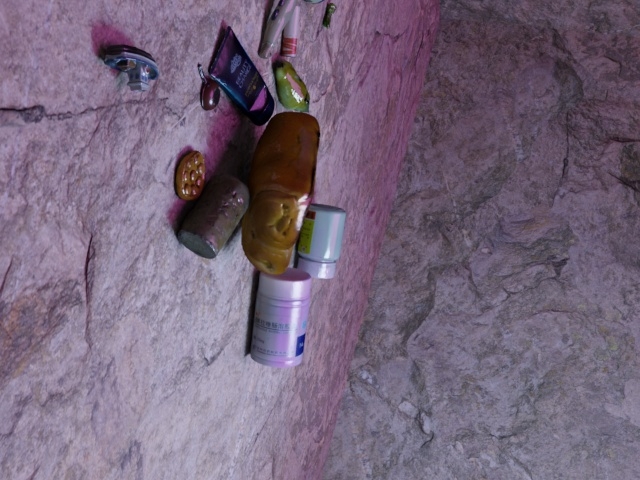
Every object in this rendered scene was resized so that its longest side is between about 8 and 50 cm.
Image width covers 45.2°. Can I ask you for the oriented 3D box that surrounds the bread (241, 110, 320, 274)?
[{"bbox_3d":[-0.111,-0.110,1.854,0.328,0.148,0.336,113,-12,-48],"label":"bread"}]

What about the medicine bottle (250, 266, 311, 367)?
[{"bbox_3d":[-0.111,0.212,2.161,0.152,0.152,0.253,-34,132,-70],"label":"medicine bottle"}]

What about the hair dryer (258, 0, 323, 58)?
[{"bbox_3d":[-0.091,-0.630,1.822,0.298,0.119,0.295,-57,150,-27],"label":"hair dryer"}]

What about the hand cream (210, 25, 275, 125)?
[{"bbox_3d":[-0.177,-0.359,1.742,0.120,0.061,0.270,-70,156,-14],"label":"hand cream"}]

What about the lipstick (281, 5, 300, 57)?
[{"bbox_3d":[-0.077,-0.544,2.000,0.038,0.039,0.130,-36,135,-69],"label":"lipstick"}]

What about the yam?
[{"bbox_3d":[-0.229,-0.047,1.642,0.107,0.107,0.194,85,21,-44],"label":"yam"}]

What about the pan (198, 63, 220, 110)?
[{"bbox_3d":[-0.231,-0.320,1.602,0.115,0.024,0.068,80,26,-54],"label":"pan"}]

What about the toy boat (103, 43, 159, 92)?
[{"bbox_3d":[-0.306,-0.281,1.272,0.140,0.059,0.066,-7,95,-76],"label":"toy boat"}]

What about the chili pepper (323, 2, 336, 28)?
[{"bbox_3d":[0.025,-0.678,2.327,0.030,0.034,0.091,30,68,-39],"label":"chili pepper"}]

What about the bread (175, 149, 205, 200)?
[{"bbox_3d":[-0.267,-0.134,1.591,0.110,0.025,0.110,9,90,-76],"label":"bread"}]

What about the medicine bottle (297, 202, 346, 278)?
[{"bbox_3d":[0.000,0.000,2.460,0.139,0.139,0.225,-19,117,-73],"label":"medicine bottle"}]

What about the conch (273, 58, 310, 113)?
[{"bbox_3d":[-0.077,-0.405,2.047,0.200,0.080,0.094,72,12,-45],"label":"conch"}]
